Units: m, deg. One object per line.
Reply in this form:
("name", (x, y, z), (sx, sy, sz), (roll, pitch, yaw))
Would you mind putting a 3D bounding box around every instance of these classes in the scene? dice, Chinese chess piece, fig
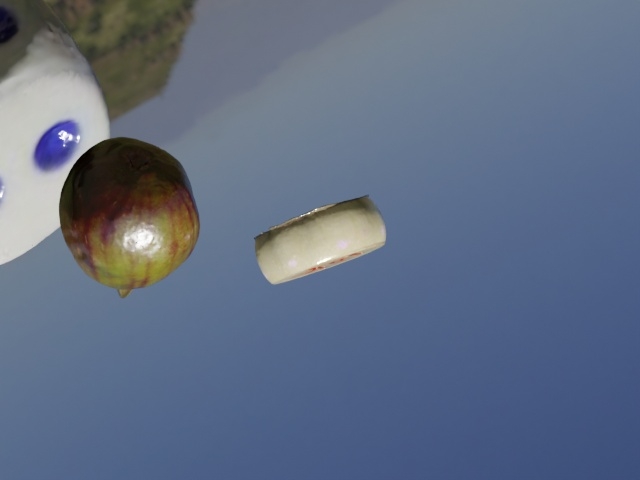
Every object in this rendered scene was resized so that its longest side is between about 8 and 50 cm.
("dice", (-0.401, -0.142, 1.720), (0.251, 0.259, 0.243), (-39, 148, -24))
("Chinese chess piece", (0.000, 0.000, 1.456), (0.122, 0.051, 0.122), (-21, 178, -1))
("fig", (-0.143, -0.004, 1.193), (0.103, 0.155, 0.109), (0, -137, -9))
